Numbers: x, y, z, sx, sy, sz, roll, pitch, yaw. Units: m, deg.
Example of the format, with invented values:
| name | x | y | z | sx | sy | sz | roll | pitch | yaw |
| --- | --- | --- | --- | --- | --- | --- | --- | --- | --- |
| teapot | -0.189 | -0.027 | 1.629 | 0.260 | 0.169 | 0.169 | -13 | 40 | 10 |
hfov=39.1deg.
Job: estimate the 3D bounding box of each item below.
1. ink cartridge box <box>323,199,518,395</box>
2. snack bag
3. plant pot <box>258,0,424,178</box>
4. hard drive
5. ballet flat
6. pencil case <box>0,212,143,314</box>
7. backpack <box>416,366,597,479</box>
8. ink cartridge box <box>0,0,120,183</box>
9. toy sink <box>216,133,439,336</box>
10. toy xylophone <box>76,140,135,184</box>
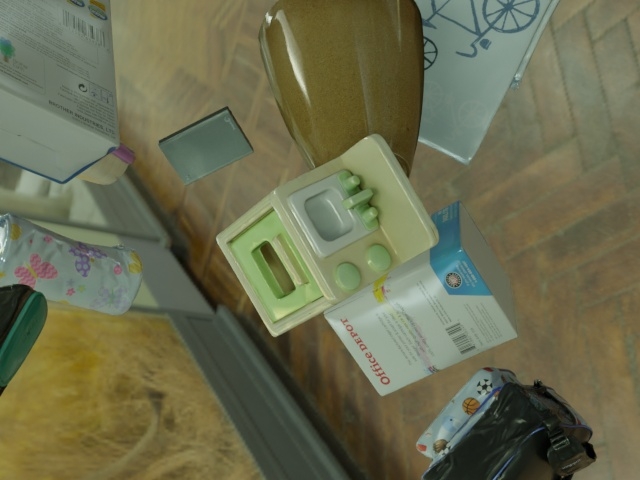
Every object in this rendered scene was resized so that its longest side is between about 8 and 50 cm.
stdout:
| name | x | y | z | sx | sy | sz | roll | pitch | yaw |
| --- | --- | --- | --- | --- | --- | --- | --- | --- | --- |
| ink cartridge box | 0.176 | 0.102 | 1.593 | 0.270 | 0.198 | 0.197 | -27 | 20 | 19 |
| snack bag | 0.187 | -0.325 | 1.490 | 0.323 | 0.037 | 0.342 | 25 | 91 | 17 |
| plant pot | 0.041 | -0.185 | 1.222 | 0.237 | 0.237 | 0.254 | -46 | 41 | 45 |
| hard drive | -0.195 | -0.161 | 1.540 | 0.135 | 0.094 | 0.022 | -26 | 35 | 8 |
| ballet flat | -0.380 | 0.155 | 0.966 | 0.280 | 0.096 | 0.095 | -81 | -6 | -53 |
| pencil case | -0.438 | 0.044 | 1.535 | 0.113 | 0.273 | 0.124 | 29 | 99 | 50 |
| backpack | 0.306 | 0.339 | 1.465 | 0.276 | 0.263 | 0.213 | -49 | 49 | 19 |
| ink cartridge box | -0.456 | -0.320 | 1.368 | 0.151 | 0.270 | 0.395 | -24 | 61 | 29 |
| toy sink | 0.000 | 0.000 | 1.084 | 0.234 | 0.131 | 0.153 | -32 | 88 | 51 |
| toy xylophone | -0.514 | -0.185 | 1.670 | 0.236 | 0.322 | 0.081 | 62 | -134 | -81 |
